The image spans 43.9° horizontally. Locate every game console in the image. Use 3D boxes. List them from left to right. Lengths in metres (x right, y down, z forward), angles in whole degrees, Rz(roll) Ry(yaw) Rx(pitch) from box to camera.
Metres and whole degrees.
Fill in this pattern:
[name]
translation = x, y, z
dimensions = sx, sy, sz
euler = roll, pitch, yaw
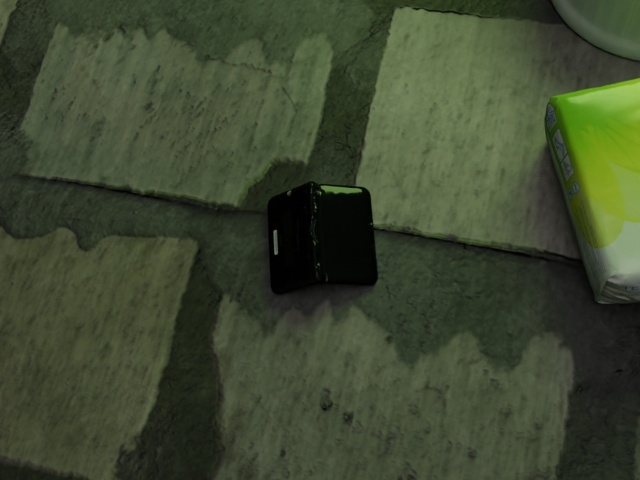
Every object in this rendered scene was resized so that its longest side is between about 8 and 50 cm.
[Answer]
[game console]
translation = 0.000, 0.000, 0.926
dimensions = 0.107, 0.071, 0.122
euler = -19, 64, 35

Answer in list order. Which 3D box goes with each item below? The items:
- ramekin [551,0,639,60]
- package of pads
[ramekin]
translation = 0.405, -0.360, 0.916
dimensions = 0.277, 0.135, 0.277
euler = -3, 70, 9
[package of pads]
translation = 0.408, -0.066, 0.831
dimensions = 0.296, 0.101, 0.229
euler = -12, 68, 6
